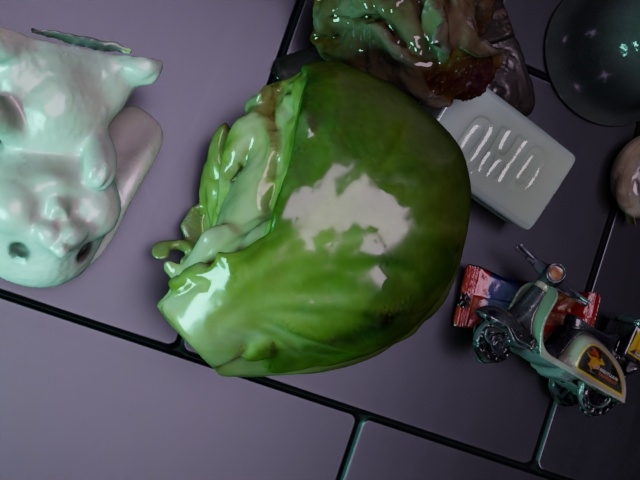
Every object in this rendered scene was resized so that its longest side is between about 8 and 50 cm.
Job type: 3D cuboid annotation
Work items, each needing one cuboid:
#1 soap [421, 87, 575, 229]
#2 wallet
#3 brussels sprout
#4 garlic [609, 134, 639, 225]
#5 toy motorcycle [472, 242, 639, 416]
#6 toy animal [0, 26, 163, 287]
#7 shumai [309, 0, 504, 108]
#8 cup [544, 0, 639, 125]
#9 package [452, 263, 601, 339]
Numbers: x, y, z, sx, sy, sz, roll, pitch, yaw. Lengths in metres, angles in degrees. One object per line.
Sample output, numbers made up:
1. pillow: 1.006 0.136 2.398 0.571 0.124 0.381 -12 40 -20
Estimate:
1. soap: 0.210 -0.114 1.270 0.198 0.066 0.119 32 91 -23
2. wallet: 0.112 -0.195 1.283 0.321 0.044 0.171 -20 96 -13
3. brussels sprout: 0.000 0.000 1.127 0.315 0.276 0.371 40 91 -15
4. garlic: 0.431 -0.096 1.359 0.084 0.066 0.152 11 90 -41
5. toy motorcycle: 0.307 0.124 1.289 0.263 0.091 0.157 30 82 -23
6. toy animal: -0.312 -0.103 1.111 0.249 0.174 0.289 30 81 -24
7. shumai: 0.101 -0.250 1.148 0.218 0.185 0.184 6 119 -4
8. cup: 0.413 -0.255 1.307 0.199 0.150 0.199 0 90 -14
9. package: 0.273 0.090 1.329 0.200 0.022 0.083 13 90 -16
